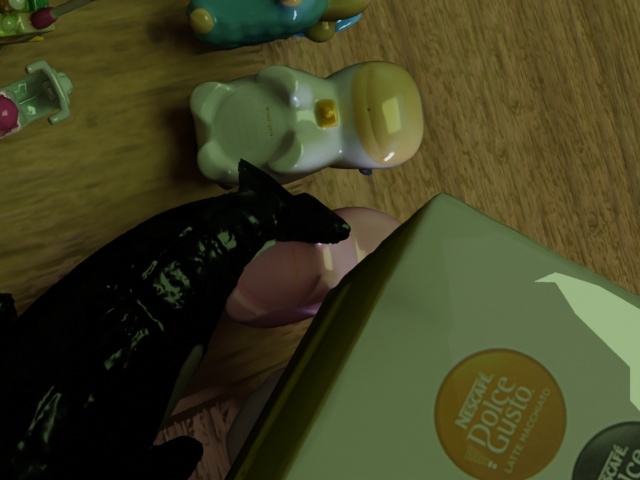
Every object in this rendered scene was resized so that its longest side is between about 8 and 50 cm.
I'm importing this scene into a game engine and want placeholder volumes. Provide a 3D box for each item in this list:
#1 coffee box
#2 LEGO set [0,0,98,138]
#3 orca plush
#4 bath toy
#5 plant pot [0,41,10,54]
[{"bbox_3d":[0.089,0.220,0.672,0.334,0.338,0.337,29,80,-2],"label":"coffee box"},{"bbox_3d":[-0.192,-0.196,0.724,0.132,0.107,0.287,-45,114,-41],"label":"LEGO set"},{"bbox_3d":[-0.095,0.061,0.768,0.287,0.102,0.151,-33,89,-21],"label":"orca plush"},{"bbox_3d":[0.000,0.000,0.922,0.129,0.151,0.348,18,66,-78],"label":"bath toy"},{"bbox_3d":[-0.261,-0.183,0.753,0.236,0.032,0.236,12,73,-44],"label":"plant pot"}]
